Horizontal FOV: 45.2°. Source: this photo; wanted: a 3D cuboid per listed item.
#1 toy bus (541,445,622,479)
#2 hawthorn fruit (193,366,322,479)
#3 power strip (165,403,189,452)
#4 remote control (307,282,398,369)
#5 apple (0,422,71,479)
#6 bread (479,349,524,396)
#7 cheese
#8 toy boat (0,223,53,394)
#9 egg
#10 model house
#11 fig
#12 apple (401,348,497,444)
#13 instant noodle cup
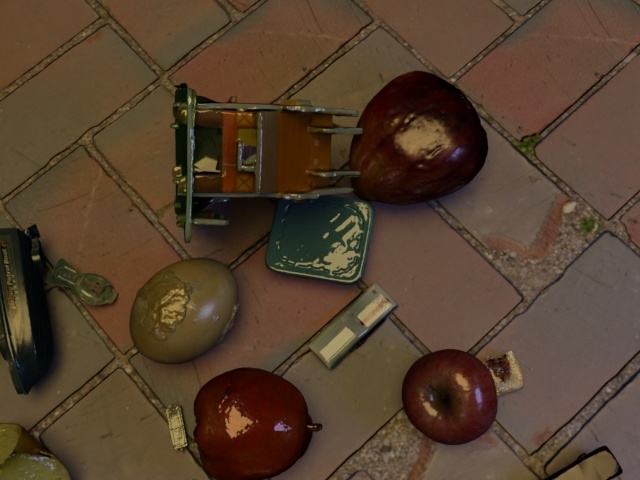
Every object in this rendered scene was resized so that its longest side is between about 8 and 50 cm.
[{"bbox_3d":[0.382,0.384,1.203,0.172,0.072,0.057,-28,70,-4],"label":"toy bus"},{"bbox_3d":[-0.098,0.292,1.212,0.202,0.185,0.185,5,71,1],"label":"hawthorn fruit"},{"bbox_3d":[-0.241,0.317,1.294,0.027,0.017,0.083,-15,70,-1],"label":"power strip"},{"bbox_3d":[0.058,0.147,1.329,0.166,0.029,0.065,-42,72,-11],"label":"remote control"},{"bbox_3d":[-0.560,0.438,1.172,0.254,0.179,0.346,39,54,21],"label":"apple"},{"bbox_3d":[0.294,0.227,1.284,0.083,0.035,0.070,-13,72,-4],"label":"bread"},{"bbox_3d":[-0.421,0.079,1.369,0.120,0.026,0.067,26,45,-7],"label":"cheese"},{"bbox_3d":[-0.531,0.123,1.330,0.122,0.114,0.296,-12,70,-8],"label":"toy boat"},{"bbox_3d":[-0.227,0.116,1.289,0.164,0.164,0.201,43,74,16],"label":"egg"},{"bbox_3d":[-0.099,-0.133,1.311,0.312,0.357,0.243,2,98,-15],"label":"model house"},{"bbox_3d":[0.171,-0.170,1.342,0.263,0.224,0.224,-38,72,-17],"label":"fig"},{"bbox_3d":[0.208,0.248,1.228,0.153,0.120,0.154,1,92,26],"label":"apple"},{"bbox_3d":[0.000,0.000,1.364,0.179,0.070,0.157,10,73,6],"label":"instant noodle cup"}]
